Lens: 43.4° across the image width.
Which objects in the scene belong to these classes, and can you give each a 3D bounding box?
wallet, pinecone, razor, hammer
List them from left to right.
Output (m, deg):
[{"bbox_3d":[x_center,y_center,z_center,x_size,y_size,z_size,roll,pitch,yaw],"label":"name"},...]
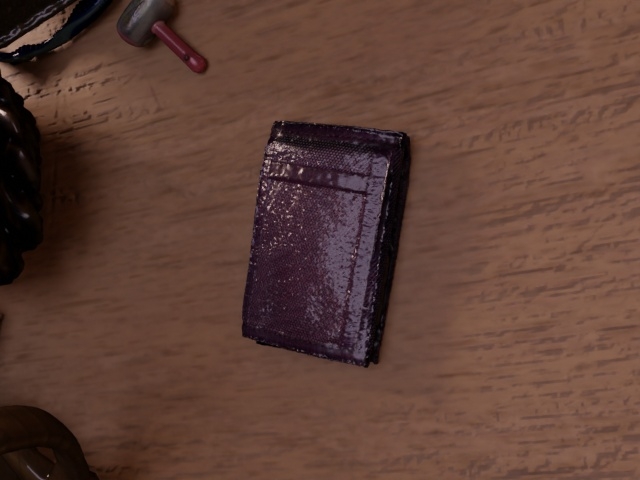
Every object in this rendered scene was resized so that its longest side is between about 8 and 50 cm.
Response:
[{"bbox_3d":[-0.315,-0.053,0.625,0.201,0.202,0.229,-33,72,-13],"label":"pinecone"},{"bbox_3d":[-0.235,-0.178,0.693,0.154,0.044,0.028,-19,109,19],"label":"razor"},{"bbox_3d":[-0.122,-0.163,0.643,0.083,0.031,0.052,44,106,9],"label":"hammer"},{"bbox_3d":[0.000,0.000,0.573,0.111,0.030,0.166,8,90,23],"label":"wallet"}]

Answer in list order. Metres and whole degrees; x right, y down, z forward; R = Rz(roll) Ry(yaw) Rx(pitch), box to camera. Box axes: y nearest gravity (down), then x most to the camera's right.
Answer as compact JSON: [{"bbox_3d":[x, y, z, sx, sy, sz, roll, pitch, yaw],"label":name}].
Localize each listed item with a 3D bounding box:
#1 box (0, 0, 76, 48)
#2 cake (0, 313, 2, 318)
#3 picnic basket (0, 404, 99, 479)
[{"bbox_3d":[-0.283,-0.321,0.638,0.184,0.143,0.273,-32,72,2],"label":"box"},{"bbox_3d":[-0.310,0.116,0.689,0.065,0.052,0.121,-8,84,19],"label":"cake"},{"bbox_3d":[-0.260,0.230,0.504,0.337,0.293,0.337,25,130,33],"label":"picnic basket"}]
